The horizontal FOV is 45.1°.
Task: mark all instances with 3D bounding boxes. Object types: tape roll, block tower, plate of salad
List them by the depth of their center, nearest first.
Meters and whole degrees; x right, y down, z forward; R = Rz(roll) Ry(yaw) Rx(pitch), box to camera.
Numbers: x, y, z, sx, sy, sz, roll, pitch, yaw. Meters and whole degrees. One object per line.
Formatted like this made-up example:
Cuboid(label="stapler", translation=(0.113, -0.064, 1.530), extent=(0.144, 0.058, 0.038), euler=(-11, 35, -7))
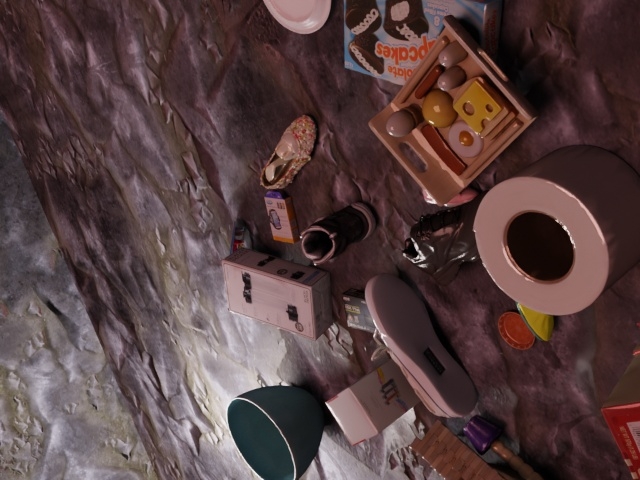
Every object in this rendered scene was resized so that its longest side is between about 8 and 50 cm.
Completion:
Cuboid(label="tape roll", translation=(0.406, -0.020, 1.288), extent=(0.246, 0.169, 0.246), euler=(28, 132, 37))
Cuboid(label="plate of salad", translation=(-0.051, -0.530, 1.602), extent=(0.199, 0.048, 0.200), euler=(28, 140, 27))
Cuboid(label="block tower", translation=(0.337, 0.519, 1.678), extent=(0.091, 0.097, 0.335), euler=(43, 174, -34))

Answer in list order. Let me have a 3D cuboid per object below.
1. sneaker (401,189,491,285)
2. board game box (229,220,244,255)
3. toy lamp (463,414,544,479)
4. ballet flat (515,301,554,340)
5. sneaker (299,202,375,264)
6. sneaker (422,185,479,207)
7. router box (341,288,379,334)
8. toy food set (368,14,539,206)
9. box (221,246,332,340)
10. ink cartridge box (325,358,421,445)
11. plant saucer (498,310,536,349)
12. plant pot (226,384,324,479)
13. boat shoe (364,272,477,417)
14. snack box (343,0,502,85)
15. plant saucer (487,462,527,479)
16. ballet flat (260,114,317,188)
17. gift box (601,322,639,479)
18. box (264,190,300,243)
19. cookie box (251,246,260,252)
Cuboid(label="sneaker", translation=(0.246, -0.011, 1.482), extent=(0.130, 0.109, 0.286), euler=(27, 143, -4))
Cuboid(label="board game box", translation=(-0.232, 0.032, 2.137), extent=(0.169, 0.033, 0.133), euler=(105, 169, -45))
Cuboid(label="toy lamp", translation=(0.426, 0.486, 1.657), extent=(0.274, 0.080, 0.080), euler=(42, 139, 26))
Cuboid(label="ballet flat", translation=(0.392, 0.079, 1.452), extent=(0.077, 0.077, 0.231), euler=(-34, 84, 36))
Cuboid(label="sneaker", translation=(0.000, 0.000, 1.785), extent=(0.268, 0.153, 0.101), euler=(-30, 88, 53))
Cuboid(label="sneaker", translation=(0.249, -0.107, 1.512), extent=(0.134, 0.051, 0.070), euler=(12, 126, 50))
Cuboid(label="router box", translation=(0.112, 0.171, 1.857), extent=(0.122, 0.038, 0.092), euler=(8, 117, 47))
Cuboid(label="toy food set", translation=(0.220, -0.216, 1.354), extent=(0.220, 0.092, 0.306), euler=(50, 149, 7))
Cuboid(label="box", translation=(-0.114, 0.135, 2.012), extent=(0.289, 0.087, 0.169), euler=(13, 123, 30))
Cuboid(label="ink cartridge box", translation=(0.133, 0.384, 1.854), extent=(0.127, 0.176, 0.128), euler=(57, 142, 11))
Cuboid(label="plant saucer", translation=(0.397, 0.180, 1.551), extent=(0.083, 0.013, 0.084), euler=(27, 131, 36))
Cuboid(label="plant pot", translation=(-0.103, 0.528, 2.200), extent=(0.290, 0.195, 0.290), euler=(28, 132, 36))
Cuboid(label="boat shoe", translation=(0.197, 0.246, 1.746), extent=(0.367, 0.136, 0.156), euler=(53, 146, -4))
Cuboid(label="snack box", translation=(0.178, -0.377, 1.418), extent=(0.322, 0.060, 0.187), euler=(27, 132, 37))
Cuboid(label="plant saucer", translation=(0.431, 0.627, 1.772), extent=(0.278, 0.041, 0.278), euler=(27, 130, 37))
Cuboid(label="ballet flat", translation=(-0.079, -0.196, 1.818), extent=(0.091, 0.077, 0.241), euler=(50, 141, 16))
Cuboid(label="gift box", translation=(0.589, 0.263, 1.175), extent=(0.276, 0.258, 0.255), euler=(-16, 101, 44))
Cuboid(label="box", translation=(-0.099, -0.063, 1.966), extent=(0.081, 0.028, 0.136), euler=(11, 118, 46))
Cuboid(label="cookie box", translation=(-0.174, 0.089, 2.136), extent=(0.107, 0.040, 0.092), euler=(49, 140, 15))
